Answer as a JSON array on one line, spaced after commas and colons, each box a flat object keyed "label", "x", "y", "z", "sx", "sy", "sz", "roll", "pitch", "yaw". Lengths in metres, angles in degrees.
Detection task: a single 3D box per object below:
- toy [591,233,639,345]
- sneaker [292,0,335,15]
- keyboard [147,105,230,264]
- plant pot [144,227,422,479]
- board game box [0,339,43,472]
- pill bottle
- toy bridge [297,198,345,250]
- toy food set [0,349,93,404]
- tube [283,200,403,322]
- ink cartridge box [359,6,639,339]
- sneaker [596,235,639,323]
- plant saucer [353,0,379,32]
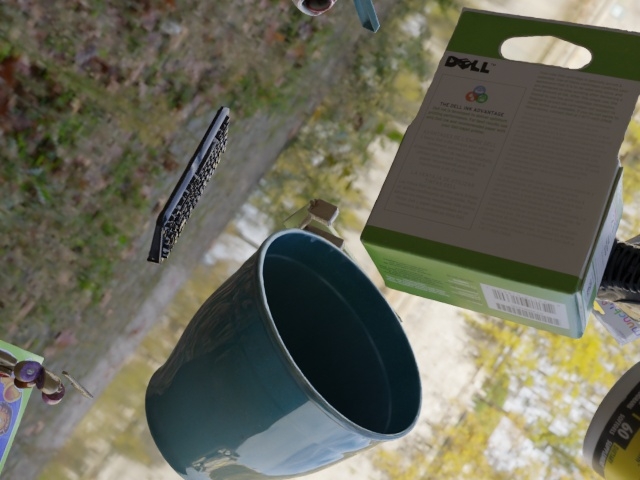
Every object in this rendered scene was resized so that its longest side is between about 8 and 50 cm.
[{"label": "toy", "x": 0.439, "y": 0.057, "z": 1.206, "sx": 0.237, "sy": 0.137, "sz": 0.056, "roll": -35, "pitch": -172, "yaw": 40}, {"label": "sneaker", "x": 0.003, "y": -0.297, "z": 1.109, "sx": 0.051, "sy": 0.070, "sz": 0.134, "roll": -38, "pitch": 166, "yaw": 35}, {"label": "keyboard", "x": -0.140, "y": -0.054, "z": 1.018, "sx": 0.108, "sy": 0.023, "sz": 0.180, "roll": 117, "pitch": -3, "yaw": -53}, {"label": "plant pot", "x": -0.063, "y": 0.165, "z": 1.116, "sx": 0.255, "sy": 0.271, "sz": 0.271, "roll": -36, "pitch": -177, "yaw": 27}, {"label": "board game box", "x": -0.469, "y": 0.268, "z": 1.088, "sx": 0.233, "sy": 0.078, "sz": 0.347, "roll": 56, "pitch": 49, "yaw": -68}, {"label": "pill bottle", "x": 0.315, "y": 0.186, "z": 0.708, "sx": 0.119, "sy": 0.208, "sz": 0.119, "roll": -26, "pitch": 134, "yaw": -29}, {"label": "toy bridge", "x": 0.000, "y": 0.000, "z": 1.243, "sx": 0.026, "sy": 0.063, "sz": 0.188, "roll": -55, "pitch": 157, "yaw": -24}, {"label": "toy food set", "x": -0.277, "y": 0.129, "z": 0.876, "sx": 0.078, "sy": 0.122, "sz": 0.019, "roll": 67, "pitch": 40, "yaw": -54}, {"label": "tube", "x": 0.034, "y": 0.049, "z": 1.495, "sx": 0.062, "sy": 0.240, "sz": 0.070, "roll": -36, "pitch": -178, "yaw": -2}, {"label": "ink cartridge box", "x": 0.175, "y": -0.067, "z": 0.824, "sx": 0.255, "sy": 0.189, "sz": 0.097, "roll": -65, "pitch": 153, "yaw": -20}, {"label": "sneaker", "x": 0.310, "y": 0.027, "z": 0.979, "sx": 0.086, "sy": 0.163, "sz": 0.226, "roll": -57, "pitch": 172, "yaw": -6}, {"label": "plant saucer", "x": 0.063, "y": -0.468, "z": 1.683, "sx": 0.018, "sy": 0.192, "sz": 0.067, "roll": -26, "pitch": -152, "yaw": -7}]
